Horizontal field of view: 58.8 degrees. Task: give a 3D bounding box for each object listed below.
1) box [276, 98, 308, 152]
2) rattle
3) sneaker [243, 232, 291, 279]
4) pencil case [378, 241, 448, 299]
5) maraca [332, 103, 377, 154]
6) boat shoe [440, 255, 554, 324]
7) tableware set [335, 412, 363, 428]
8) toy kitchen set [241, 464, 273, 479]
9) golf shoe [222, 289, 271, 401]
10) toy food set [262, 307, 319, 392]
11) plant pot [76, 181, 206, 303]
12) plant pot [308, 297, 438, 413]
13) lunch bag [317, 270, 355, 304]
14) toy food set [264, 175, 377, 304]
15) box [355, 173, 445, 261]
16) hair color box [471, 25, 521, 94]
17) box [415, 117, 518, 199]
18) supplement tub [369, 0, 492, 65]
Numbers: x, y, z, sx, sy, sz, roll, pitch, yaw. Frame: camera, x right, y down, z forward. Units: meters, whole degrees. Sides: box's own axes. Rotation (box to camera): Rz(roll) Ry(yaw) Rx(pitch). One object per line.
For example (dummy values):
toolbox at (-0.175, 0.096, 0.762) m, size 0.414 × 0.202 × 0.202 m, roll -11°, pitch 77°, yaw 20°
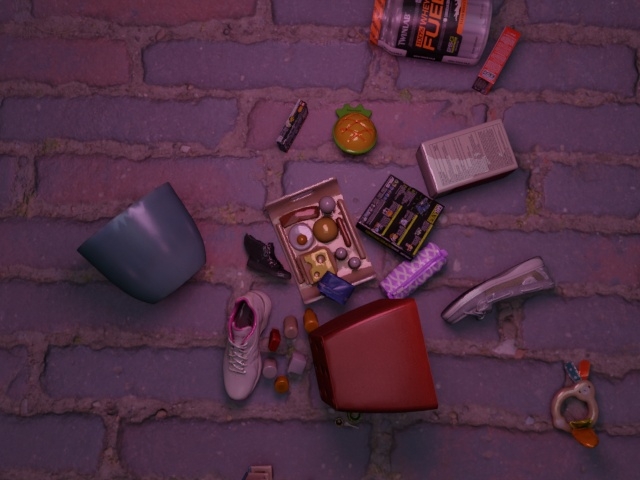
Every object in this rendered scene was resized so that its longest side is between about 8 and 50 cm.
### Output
box at (-0.079, -0.325, 1.624) m, size 0.027 × 0.094 × 0.137 m, roll 28°, pitch 86°, yaw 5°
rattle at (0.689, 0.421, 1.500) m, size 0.130 × 0.143 × 0.199 m, roll 20°, pitch 91°, yaw 22°
sneaker at (-0.147, 0.045, 1.598) m, size 0.170 × 0.051 × 0.089 m, roll 18°, pitch 90°, yaw 22°
pencil case at (0.255, 0.092, 1.572) m, size 0.206 × 0.088 × 0.086 m, roll -41°, pitch 87°, yaw -3°
maraca at (0.097, -0.320, 1.620) m, size 0.127 × 0.099 × 0.185 m, roll 3°, pitch 59°, yaw -6°
boat shoe at (0.480, 0.152, 1.546) m, size 0.320 × 0.118 × 0.103 m, roll -26°, pitch 79°, yaw -8°
tableware set at (0.079, 0.439, 1.572) m, size 0.104 × 0.024 × 0.154 m, roll 17°, pitch 85°, yaw 4°
toy kitchen set at (-0.189, 0.708, 1.481) m, size 0.122 × 0.166 × 0.207 m, roll -3°, pitch 84°, yaw 2°
golf shoe at (-0.217, 0.283, 1.537) m, size 0.115 × 0.140 × 0.306 m, roll 7°, pitch 85°, yaw 12°
toy food set at (-0.092, 0.294, 1.575) m, size 0.111 × 0.104 × 0.232 m, roll 19°, pitch 103°, yaw -9°
plant pot at (-0.446, 0.024, 1.514) m, size 0.293 × 0.293 × 0.235 m, roll -39°, pitch 100°, yaw -2°
plant pot at (0.111, 0.300, 1.435) m, size 0.236 × 0.267 × 0.267 m, roll -10°, pitch 86°, yaw -13°
lunch bag at (0.036, 0.127, 1.523) m, size 0.098 × 0.067 × 0.065 m, roll 30°, pitch 91°, yaw -2°
toy food set at (0.000, 0.000, 1.587) m, size 0.220 × 0.092 × 0.306 m, roll -22°, pitch 84°, yaw -1°
box at (0.223, -0.066, 1.581) m, size 0.184 × 0.045 × 0.190 m, roll 33°, pitch 67°, yaw 5°
hair color box at (0.501, -0.512, 1.625) m, size 0.053 × 0.093 × 0.167 m, roll 30°, pitch 86°, yaw 5°
box at (0.401, -0.222, 1.580) m, size 0.232 × 0.127 × 0.148 m, roll -17°, pitch 84°, yaw 0°
supplement tub at (0.303, -0.606, 1.592) m, size 0.316 × 0.193 × 0.193 m, roll 8°, pitch 84°, yaw 3°
